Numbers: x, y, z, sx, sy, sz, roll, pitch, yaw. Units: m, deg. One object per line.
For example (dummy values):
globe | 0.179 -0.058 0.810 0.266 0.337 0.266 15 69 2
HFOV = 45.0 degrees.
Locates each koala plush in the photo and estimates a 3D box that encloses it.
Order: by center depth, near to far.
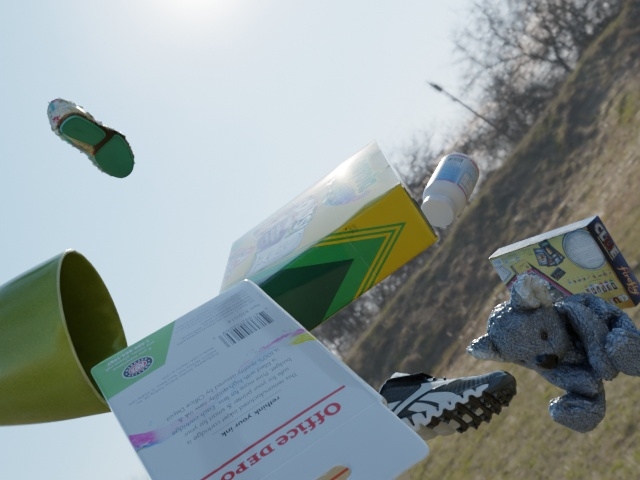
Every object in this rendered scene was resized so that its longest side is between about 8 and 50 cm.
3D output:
koala plush | 0.349 0.152 1.197 0.203 0.221 0.196 -98 30 -54

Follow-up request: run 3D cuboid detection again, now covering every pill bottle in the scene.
pill bottle | 0.255 -0.099 1.536 0.160 0.087 0.087 -55 -6 -44

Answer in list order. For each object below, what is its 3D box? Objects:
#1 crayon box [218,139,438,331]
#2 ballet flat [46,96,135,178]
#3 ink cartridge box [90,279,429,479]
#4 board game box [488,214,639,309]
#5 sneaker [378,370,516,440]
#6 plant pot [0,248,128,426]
crayon box | 0.000 0.000 1.190 0.313 0.106 0.363 -37 15 9
ballet flat | -0.436 -0.202 1.477 0.091 0.077 0.241 -41 -27 -3
ink cartridge box | -0.061 0.194 0.746 0.207 0.353 0.119 -30 -57 -18
board game box | 0.439 0.063 1.399 0.042 0.165 0.243 -36 6 -33
sneaker | 0.132 0.204 0.989 0.234 0.106 0.078 -30 -42 18
plant pot | -0.499 0.190 1.259 0.293 0.275 0.275 -19 -12 1
